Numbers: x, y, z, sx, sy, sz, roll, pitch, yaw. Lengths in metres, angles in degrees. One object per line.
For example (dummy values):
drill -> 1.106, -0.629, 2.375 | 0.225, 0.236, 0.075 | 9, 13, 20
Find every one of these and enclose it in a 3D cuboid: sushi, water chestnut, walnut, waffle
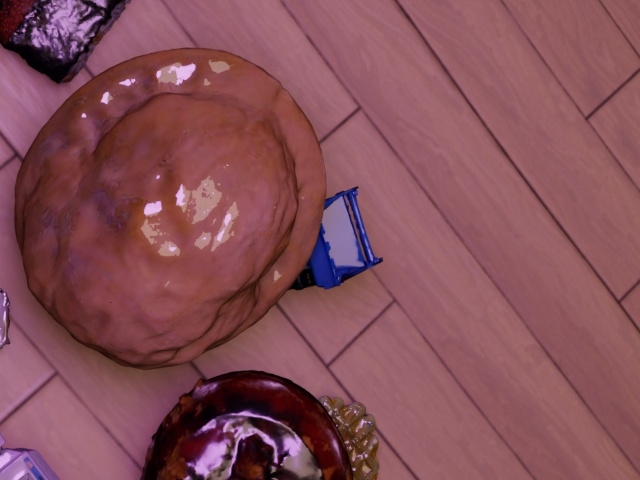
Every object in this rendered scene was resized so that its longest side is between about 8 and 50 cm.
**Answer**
sushi -> -0.311, -0.311, 1.752 | 0.126, 0.136, 0.225 | 41, 79, -7
water chestnut -> -0.094, 0.316, 1.734 | 0.300, 0.300, 0.300 | 1, 88, -22
walnut -> -0.185, -0.028, 1.657 | 0.383, 0.383, 0.384 | 1, 88, -22
waffle -> 0.003, 0.308, 1.909 | 0.169, 0.036, 0.183 | 1, 87, -20

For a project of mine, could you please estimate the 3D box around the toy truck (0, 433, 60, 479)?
toy truck -> -0.408, 0.316, 1.697 | 0.155, 0.124, 0.268 | -40, 104, -26

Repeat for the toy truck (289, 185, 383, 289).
toy truck -> 0.000, 0.000, 1.826 | 0.126, 0.208, 0.113 | -20, 97, -21

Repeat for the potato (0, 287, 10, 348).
potato -> -0.453, 0.097, 1.719 | 0.122, 0.061, 0.086 | 4, 86, -24
